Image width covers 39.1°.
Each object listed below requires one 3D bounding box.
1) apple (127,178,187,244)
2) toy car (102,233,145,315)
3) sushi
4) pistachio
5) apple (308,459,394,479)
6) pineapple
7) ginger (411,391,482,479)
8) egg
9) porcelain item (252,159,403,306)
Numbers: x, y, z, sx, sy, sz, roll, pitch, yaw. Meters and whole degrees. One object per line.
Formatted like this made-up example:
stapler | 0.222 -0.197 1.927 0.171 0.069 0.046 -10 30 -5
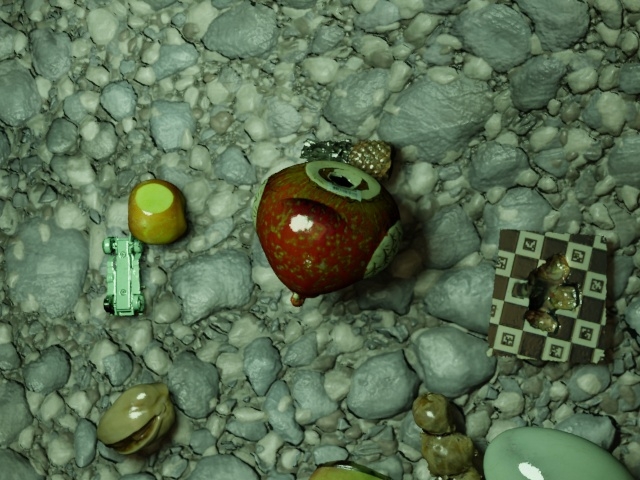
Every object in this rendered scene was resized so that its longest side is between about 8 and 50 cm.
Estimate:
apple | -0.279 -0.048 1.553 0.101 0.099 0.114 3 58 -5
toy car | -0.342 0.061 1.582 0.073 0.054 0.143 -4 84 7
sushi | 0.370 0.091 1.477 0.192 0.040 0.210 4 87 2
pistachio | -0.318 0.305 1.550 0.149 0.113 0.113 -30 84 14
apple | 0.053 0.461 1.460 0.188 0.174 0.207 23 108 11
pineapple | 0.044 -0.141 1.519 0.159 0.074 0.074 10 90 12
ginger | 0.204 0.348 1.476 0.104 0.080 0.204 -12 89 14
egg | 0.376 0.390 1.396 0.264 0.183 0.183 32 94 14
porcelain item | 0.000 0.000 1.436 0.252 0.253 0.253 0 89 9
